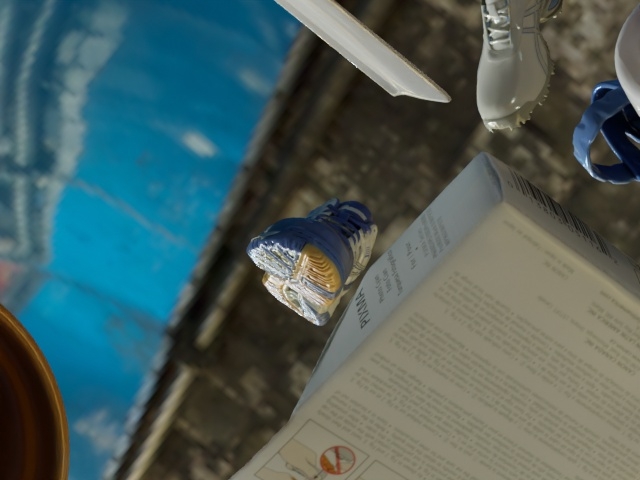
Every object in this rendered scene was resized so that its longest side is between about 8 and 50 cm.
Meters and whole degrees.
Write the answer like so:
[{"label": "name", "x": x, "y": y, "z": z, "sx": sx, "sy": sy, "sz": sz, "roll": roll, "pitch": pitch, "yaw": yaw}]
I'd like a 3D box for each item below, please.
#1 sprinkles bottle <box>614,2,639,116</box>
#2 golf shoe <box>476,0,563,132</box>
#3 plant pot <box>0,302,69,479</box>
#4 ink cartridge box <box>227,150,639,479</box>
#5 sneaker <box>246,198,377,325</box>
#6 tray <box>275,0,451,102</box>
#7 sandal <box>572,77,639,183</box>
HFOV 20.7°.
[{"label": "sprinkles bottle", "x": 0.334, "y": -0.051, "z": 1.296, "sx": 0.121, "sy": 0.121, "sz": 0.355, "roll": -50, "pitch": -44, "yaw": -6}, {"label": "golf shoe", "x": 0.149, "y": -0.174, "z": 1.423, "sx": 0.069, "sy": 0.086, "sz": 0.176, "roll": -10, "pitch": 55, "yaw": 37}, {"label": "plant pot", "x": -0.256, "y": 0.115, "z": 0.983, "sx": 0.205, "sy": 0.205, "sz": 0.188, "roll": -49, "pitch": 10, "yaw": -13}, {"label": "ink cartridge box", "x": 0.127, "y": 0.154, "z": 1.470, "sx": 0.385, "sy": 0.308, "sz": 0.091, "roll": -46, "pitch": 25, "yaw": 21}, {"label": "sneaker", "x": 0.000, "y": 0.000, "z": 1.903, "sx": 0.131, "sy": 0.112, "sz": 0.296, "roll": -53, "pitch": -3, "yaw": -9}, {"label": "tray", "x": -0.022, "y": -0.188, "z": 1.307, "sx": 0.030, "sy": 0.270, "sz": 0.145, "roll": -52, "pitch": 40, "yaw": 5}, {"label": "sandal", "x": 0.328, "y": -0.133, "z": 1.698, "sx": 0.317, "sy": 0.138, "sz": 0.126, "roll": -59, "pitch": -21, "yaw": -61}]
